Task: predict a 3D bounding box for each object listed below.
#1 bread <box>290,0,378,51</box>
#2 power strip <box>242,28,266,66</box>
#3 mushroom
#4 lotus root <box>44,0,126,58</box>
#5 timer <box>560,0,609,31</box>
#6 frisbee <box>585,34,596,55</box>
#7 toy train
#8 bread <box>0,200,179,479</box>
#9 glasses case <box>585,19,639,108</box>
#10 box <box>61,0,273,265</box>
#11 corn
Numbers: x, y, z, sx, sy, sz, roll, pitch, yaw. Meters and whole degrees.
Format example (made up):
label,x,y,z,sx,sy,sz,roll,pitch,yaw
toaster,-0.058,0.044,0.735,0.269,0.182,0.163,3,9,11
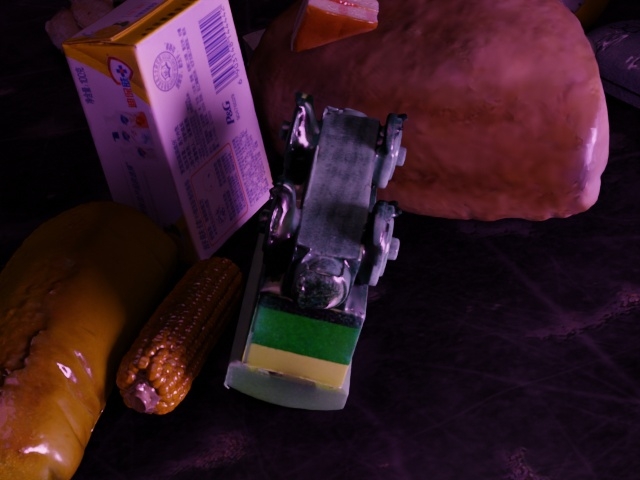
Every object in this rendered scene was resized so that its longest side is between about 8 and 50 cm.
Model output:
label,x,y,z,sx,sy,sz,roll,pitch,yaw
bread,0.002,-0.238,1.206,0.109,0.062,0.043,-14,53,28
power strip,-0.074,-0.245,1.575,0.042,0.075,0.175,-19,33,-9
mushroom,0.114,-0.149,1.223,0.313,0.224,0.397,-16,32,-12
lotus root,-0.313,-0.310,1.767,0.167,0.078,0.329,-40,37,-1
timer,0.278,-0.360,1.529,0.285,0.285,0.285,-8,31,5
frisbee,0.289,-0.212,1.413,0.110,0.014,0.110,-35,31,24
toy train,0.000,0.000,1.044,0.120,0.202,0.301,14,33,-4
bread,-0.256,0.084,1.069,0.166,0.112,0.383,-2,33,14
glasses case,0.403,-0.199,1.356,0.109,0.067,0.282,-27,31,-10
box,-0.154,-0.125,1.230,0.097,0.265,0.168,7,38,31
corn,-0.128,0.085,1.069,0.068,0.068,0.207,1,34,19
